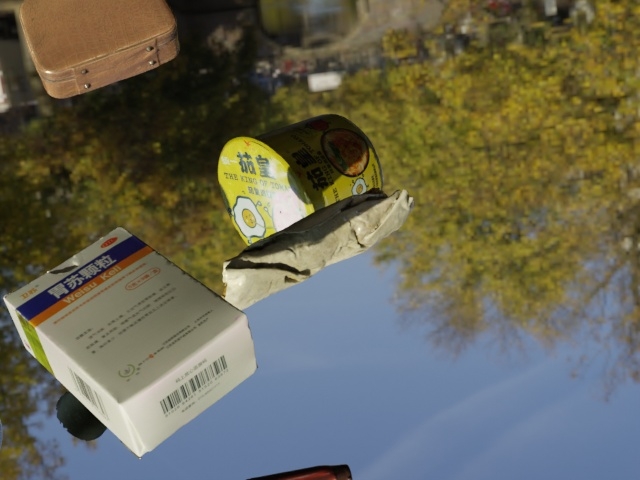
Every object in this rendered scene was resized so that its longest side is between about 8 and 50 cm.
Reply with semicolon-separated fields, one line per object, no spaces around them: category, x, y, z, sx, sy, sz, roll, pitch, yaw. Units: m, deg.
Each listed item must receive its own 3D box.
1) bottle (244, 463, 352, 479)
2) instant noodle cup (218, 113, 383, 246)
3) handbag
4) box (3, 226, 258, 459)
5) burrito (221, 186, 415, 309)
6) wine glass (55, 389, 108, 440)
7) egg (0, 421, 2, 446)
bottle;-0.030;0.365;1.488;0.164;0.060;0.060;-6;-172;-22
instant noodle cup;-0.034;-0.126;2.247;0.254;0.326;0.325;-31;-158;-34
handbag;-0.297;-0.285;1.346;0.193;0.151;0.072;-22;158;-11
box;-0.254;0.123;1.344;0.200;0.106;0.299;-35;-134;-27
burrito;0.000;0.000;1.686;0.392;0.117;0.076;-27;-131;-23
wine glass;-0.302;0.209;1.517;0.103;0.103;0.222;-3;-158;22
egg;-0.667;0.349;1.677;0.269;0.219;0.219;-19;-167;-21
